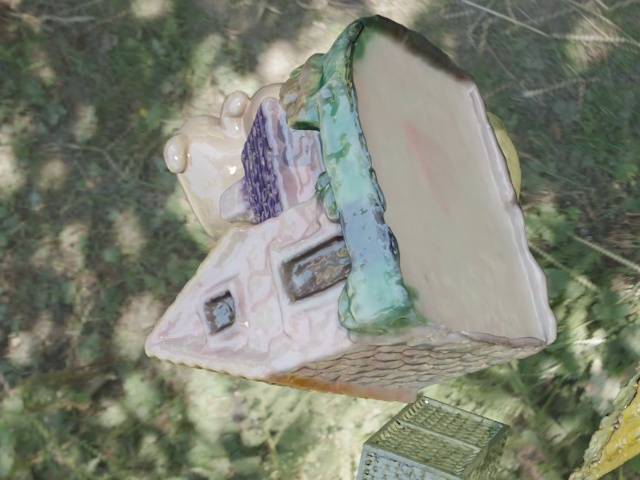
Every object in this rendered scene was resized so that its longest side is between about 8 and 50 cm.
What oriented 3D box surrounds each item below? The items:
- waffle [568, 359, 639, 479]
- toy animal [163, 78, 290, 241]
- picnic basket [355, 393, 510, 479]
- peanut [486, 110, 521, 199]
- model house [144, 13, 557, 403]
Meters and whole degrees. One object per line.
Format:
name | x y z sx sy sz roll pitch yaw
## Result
waffle | 0.254 0.139 0.911 0.023 0.153 0.097 -1 106 58
toy animal | -0.041 -0.078 1.085 0.198 0.171 0.171 -19 83 10
picnic basket | 0.129 0.302 1.316 0.134 0.196 0.154 15 105 21
peanut | 0.179 -0.037 1.317 0.125 0.111 0.274 3 67 10
model house | 0.000 0.000 0.776 0.237 0.202 0.237 -27 69 33
